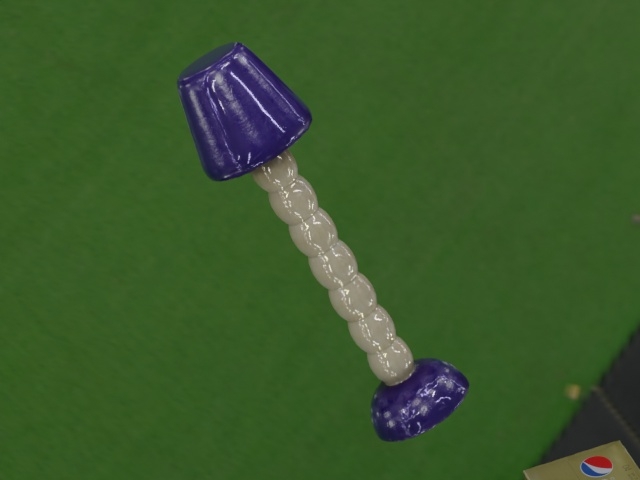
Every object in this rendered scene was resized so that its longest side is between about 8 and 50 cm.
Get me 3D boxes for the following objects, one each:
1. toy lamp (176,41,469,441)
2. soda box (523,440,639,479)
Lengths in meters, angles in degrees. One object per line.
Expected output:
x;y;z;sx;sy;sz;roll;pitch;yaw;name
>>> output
0.000;0.000;1.211;0.080;0.080;0.274;-41;109;-23;toy lamp
0.155;0.201;1.046;0.058;0.061;0.181;-17;125;-9;soda box
